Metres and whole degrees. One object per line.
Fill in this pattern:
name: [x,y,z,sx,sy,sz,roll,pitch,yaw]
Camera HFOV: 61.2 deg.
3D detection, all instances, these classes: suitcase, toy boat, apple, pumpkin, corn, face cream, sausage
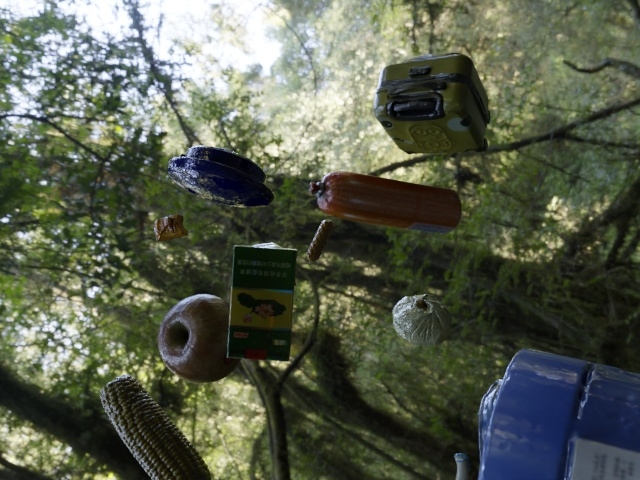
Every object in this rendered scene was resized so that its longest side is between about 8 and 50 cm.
suitcase: [0.228,-0.270,1.082,0.235,0.194,0.143,32,-115,-57]
toy boat: [0.431,0.468,1.284,0.142,0.129,0.309,121,167,-50]
apple: [-0.279,0.235,1.302,0.188,0.211,0.210,21,-96,-54]
pumpkin: [-0.445,-0.038,1.595,0.035,0.101,0.073,65,-171,-72]
corn: [-0.392,0.471,1.283,0.120,0.363,0.120,-40,-15,-14]
face cream: [0.321,0.268,0.616,0.249,0.225,0.248,-25,-60,-53]
sausage: [0.116,-0.072,1.008,0.313,0.093,0.092,6,-79,-29]

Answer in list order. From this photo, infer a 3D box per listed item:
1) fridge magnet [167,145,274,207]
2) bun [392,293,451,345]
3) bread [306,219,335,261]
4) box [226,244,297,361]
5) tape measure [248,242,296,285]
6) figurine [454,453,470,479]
fridge magnet: [-0.239,-0.148,1.319,0.265,0.266,0.112,43,-120,-68]
bun: [0.368,0.269,1.952,0.220,0.221,0.134,-55,-25,-45]
bread: [0.000,0.000,1.862,0.052,0.044,0.157,26,-90,-36]
box: [-0.121,0.130,1.121,0.034,0.132,0.234,-103,17,-86]
tape measure: [-0.150,0.131,1.647,0.246,0.125,0.242,-174,75,-73]
figurine: [0.285,0.548,1.065,0.205,0.103,0.260,85,-163,-47]
